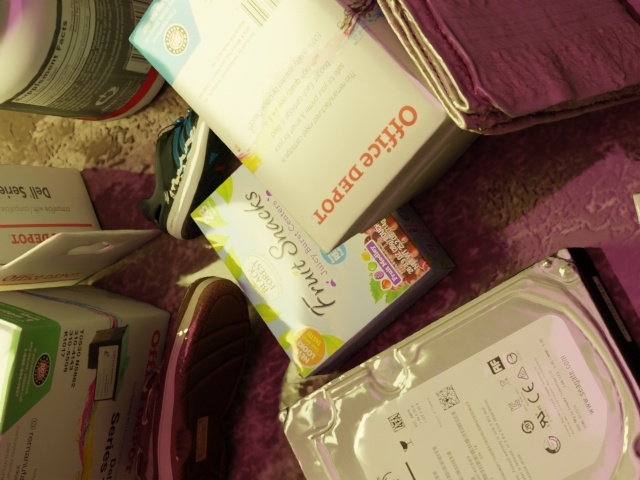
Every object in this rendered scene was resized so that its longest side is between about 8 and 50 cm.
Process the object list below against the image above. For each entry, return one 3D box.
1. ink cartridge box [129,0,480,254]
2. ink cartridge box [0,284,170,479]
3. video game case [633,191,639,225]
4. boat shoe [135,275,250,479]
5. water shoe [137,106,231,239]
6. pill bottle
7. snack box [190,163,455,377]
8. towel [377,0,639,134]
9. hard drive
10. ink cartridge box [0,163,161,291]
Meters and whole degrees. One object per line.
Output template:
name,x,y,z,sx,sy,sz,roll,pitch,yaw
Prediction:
ink cartridge box,0.017,-0.170,1.375,0.270,0.197,0.198,48,129,8
ink cartridge box,-0.277,0.157,1.527,0.117,0.278,0.201,15,96,23
video game case,0.394,0.047,1.320,0.210,0.042,0.232,-15,83,26
boat shoe,-0.142,0.150,1.552,0.095,0.095,0.257,24,109,39
water shoe,-0.131,-0.103,1.566,0.080,0.073,0.203,24,100,27
pill bottle,-0.295,-0.213,1.510,0.176,0.318,0.176,0,89,28
snack box,0.000,0.000,1.502,0.174,0.070,0.207,-42,71,21
towel,0.171,-0.187,1.306,0.049,0.282,0.187,-45,70,43
hard drive,0.147,0.186,1.433,0.339,0.064,0.237,-31,76,24
ink cartridge box,-0.365,0.016,1.608,0.353,0.207,0.119,-27,80,23
